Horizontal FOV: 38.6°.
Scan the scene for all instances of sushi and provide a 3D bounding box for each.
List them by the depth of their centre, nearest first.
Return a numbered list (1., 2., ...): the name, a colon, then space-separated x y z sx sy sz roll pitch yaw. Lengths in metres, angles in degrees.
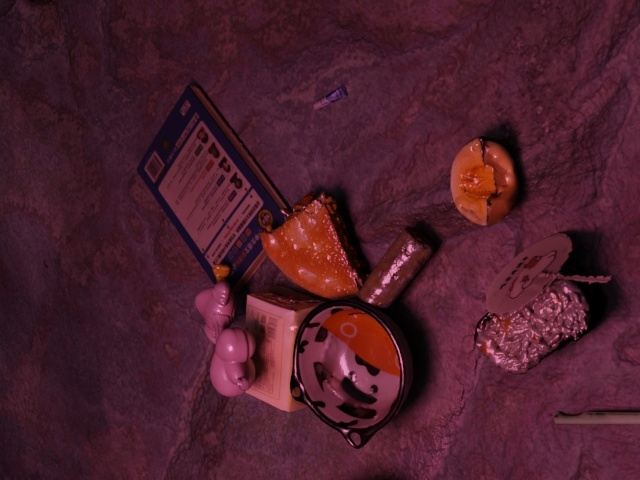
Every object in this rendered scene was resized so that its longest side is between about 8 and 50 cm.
1. sushi: 0.382 0.140 1.609 0.225 0.126 0.136 -42 71 34

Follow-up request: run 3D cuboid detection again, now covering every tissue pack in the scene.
1. tissue pack: -0.079 0.232 1.999 0.159 0.125 0.234 14 107 40

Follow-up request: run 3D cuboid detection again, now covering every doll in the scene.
1. doll: -0.206 0.200 1.975 0.365 0.094 0.160 -119 37 -51

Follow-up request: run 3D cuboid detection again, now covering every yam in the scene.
1. yam: 0.150 0.057 1.801 0.078 0.078 0.179 44 111 25

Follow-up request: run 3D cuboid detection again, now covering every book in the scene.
1. book: -0.258 -0.112 2.144 0.428 0.039 0.300 54 126 19

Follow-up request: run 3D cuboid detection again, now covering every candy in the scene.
1. candy: 0.574 0.297 1.505 0.439 0.119 0.119 -13 89 47

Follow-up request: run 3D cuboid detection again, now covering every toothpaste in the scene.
1. toothpaste: 0.020 -0.296 1.904 0.083 0.015 0.024 -22 91 34

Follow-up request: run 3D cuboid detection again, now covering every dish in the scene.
1. dish: 0.083 0.252 1.870 0.303 0.120 0.303 6 100 35

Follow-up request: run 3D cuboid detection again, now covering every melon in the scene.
1. melon: 0.298 -0.110 1.673 0.128 0.079 0.160 2 100 57

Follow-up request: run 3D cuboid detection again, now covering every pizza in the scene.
1. pizza: 0.000 0.000 1.922 0.289 0.081 0.229 23 120 31

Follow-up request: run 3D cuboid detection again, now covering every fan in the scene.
1. fan: 0.379 0.056 1.521 0.009 0.191 0.329 45 169 -13
